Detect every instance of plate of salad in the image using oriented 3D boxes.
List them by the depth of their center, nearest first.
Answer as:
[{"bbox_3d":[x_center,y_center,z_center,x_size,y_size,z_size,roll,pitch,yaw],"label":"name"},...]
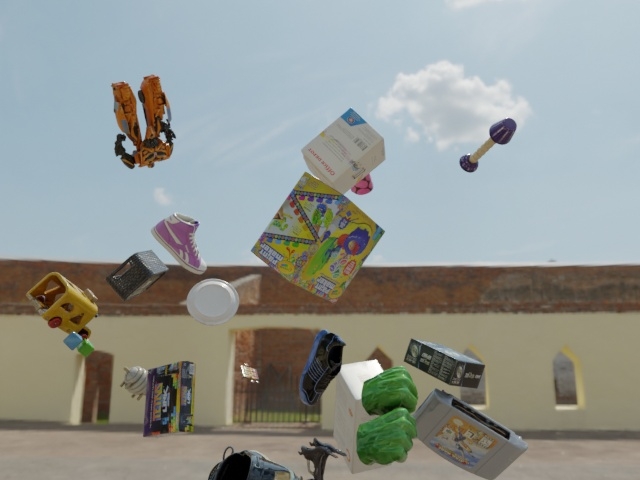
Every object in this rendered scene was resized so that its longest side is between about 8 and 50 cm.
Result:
[{"bbox_3d":[-0.418,0.242,2.308,0.200,0.199,0.048,2,-33,-9],"label":"plate of salad"}]

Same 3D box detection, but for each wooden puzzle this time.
[{"bbox_3d":[-0.199,0.373,1.664,0.049,0.006,0.083,21,18,-24],"label":"wooden puzzle"}]

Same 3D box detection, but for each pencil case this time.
[{"bbox_3d":[0.135,-0.251,2.249,0.098,0.095,0.209,-40,-35,-4],"label":"pencil case"}]

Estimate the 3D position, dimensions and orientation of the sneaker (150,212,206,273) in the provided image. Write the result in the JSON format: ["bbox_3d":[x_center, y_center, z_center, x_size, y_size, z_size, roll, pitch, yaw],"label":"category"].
[{"bbox_3d":[-0.513,0.009,2.342,0.161,0.102,0.282,-35,-56,9],"label":"sneaker"}]

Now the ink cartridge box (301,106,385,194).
[{"bbox_3d":[0.081,-0.294,2.040,0.233,0.171,0.168,-40,-19,-5],"label":"ink cartridge box"}]

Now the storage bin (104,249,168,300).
[{"bbox_3d":[-0.537,0.100,1.748,0.122,0.084,0.180,-41,2,2],"label":"storage bin"}]

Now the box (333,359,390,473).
[{"bbox_3d":[0.165,0.661,2.238,0.169,0.345,0.215,-6,25,-17],"label":"box"}]

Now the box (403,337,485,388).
[{"bbox_3d":[0.364,0.361,1.749,0.147,0.077,0.180,18,1,-40],"label":"box"}]

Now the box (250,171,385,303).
[{"bbox_3d":[0.000,0.000,1.747,0.177,0.279,0.290,35,1,32],"label":"box"}]

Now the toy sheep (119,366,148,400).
[{"bbox_3d":[-0.575,0.442,1.864,0.091,0.091,0.132,-7,-50,29],"label":"toy sheep"}]

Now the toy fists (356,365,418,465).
[{"bbox_3d":[0.181,0.443,1.513,0.142,0.279,0.096,-32,-66,29],"label":"toy fists"}]

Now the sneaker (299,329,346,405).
[{"bbox_3d":[0.008,0.377,1.704,0.082,0.232,0.090,6,11,-42],"label":"sneaker"}]

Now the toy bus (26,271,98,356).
[{"bbox_3d":[-0.570,0.157,1.369,0.191,0.104,0.202,48,-12,-14],"label":"toy bus"}]

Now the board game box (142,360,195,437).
[{"bbox_3d":[-0.375,0.395,1.472,0.141,0.170,0.048,-20,-29,33],"label":"board game box"}]

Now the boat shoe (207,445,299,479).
[{"bbox_3d":[-0.232,0.677,1.677,0.156,0.186,0.500,29,-26,-19],"label":"boat shoe"}]

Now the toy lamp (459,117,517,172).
[{"bbox_3d":[0.548,-0.310,1.936,0.080,0.080,0.274,3,-20,-12],"label":"toy lamp"}]

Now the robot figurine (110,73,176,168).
[{"bbox_3d":[-0.551,-0.358,1.859,0.211,0.290,0.085,-26,37,-34],"label":"robot figurine"}]

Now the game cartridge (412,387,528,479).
[{"bbox_3d":[0.413,0.565,1.709,0.297,0.198,0.062,30,32,6],"label":"game cartridge"}]

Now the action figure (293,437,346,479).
[{"bbox_3d":[-0.036,0.605,1.358,0.141,0.275,0.164,24,-10,18],"label":"action figure"}]
